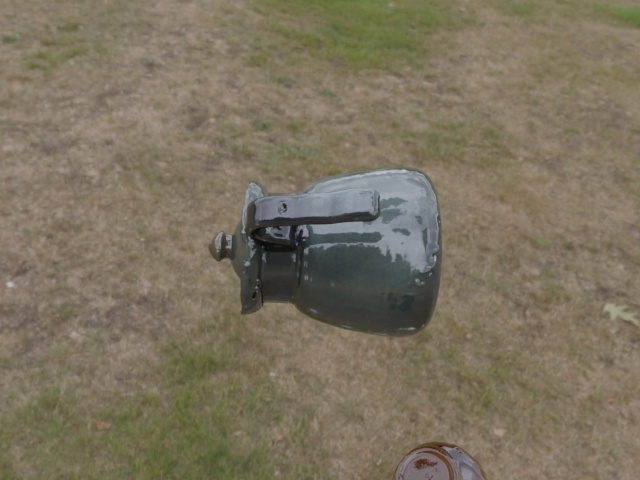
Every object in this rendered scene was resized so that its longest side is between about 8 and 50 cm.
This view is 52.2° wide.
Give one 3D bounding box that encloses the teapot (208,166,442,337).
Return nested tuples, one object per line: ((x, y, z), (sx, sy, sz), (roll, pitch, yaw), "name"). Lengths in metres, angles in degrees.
((-0.001, 0.022, 0.812), (0.285, 0.223, 0.305), (2, 14, -2), "teapot")

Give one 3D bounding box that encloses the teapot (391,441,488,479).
((0.127, 0.265, 0.686), (0.098, 0.078, 0.129), (-46, 29, -11), "teapot")
